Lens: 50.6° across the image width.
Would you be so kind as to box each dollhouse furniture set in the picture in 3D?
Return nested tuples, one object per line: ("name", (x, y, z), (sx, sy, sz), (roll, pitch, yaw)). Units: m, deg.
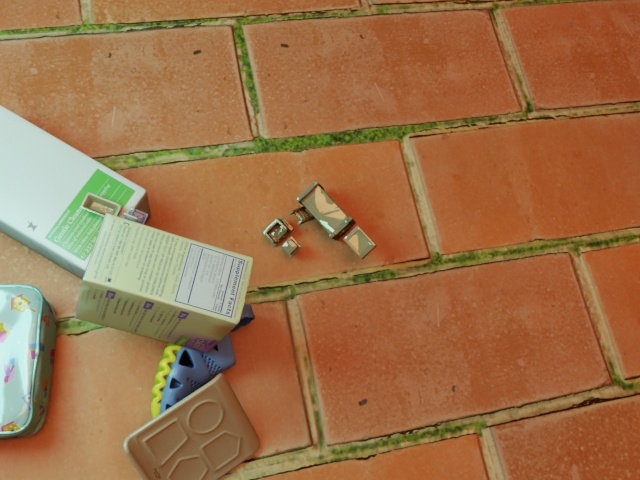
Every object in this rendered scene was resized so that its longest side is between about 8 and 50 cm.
("dollhouse furniture set", (0.000, 0.000, 1.417), (0.161, 0.101, 0.182), (-43, 82, 4))
("dollhouse furniture set", (-0.373, -0.039, 1.189), (0.114, 0.081, 0.091), (22, 71, -6))

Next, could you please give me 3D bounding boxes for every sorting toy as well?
("sorting toy", (-0.225, 0.360, 1.207), (0.208, 0.038, 0.193), (-34, 122, -21))

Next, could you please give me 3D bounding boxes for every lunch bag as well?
("lunch bag", (-0.600, 0.213, 1.205), (0.224, 0.108, 0.279), (-2, 69, -5))

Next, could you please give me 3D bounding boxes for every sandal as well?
("sandal", (-0.220, 0.209, 1.270), (0.138, 0.126, 0.317), (22, 69, -6))

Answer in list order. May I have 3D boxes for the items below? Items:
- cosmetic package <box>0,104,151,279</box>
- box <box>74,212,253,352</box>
("cosmetic package", (-0.536, -0.089, 1.300), (0.365, 0.155, 0.197), (29, 71, -1))
("box", (-0.263, 0.080, 1.121), (0.243, 0.213, 0.117), (18, 62, -15))
